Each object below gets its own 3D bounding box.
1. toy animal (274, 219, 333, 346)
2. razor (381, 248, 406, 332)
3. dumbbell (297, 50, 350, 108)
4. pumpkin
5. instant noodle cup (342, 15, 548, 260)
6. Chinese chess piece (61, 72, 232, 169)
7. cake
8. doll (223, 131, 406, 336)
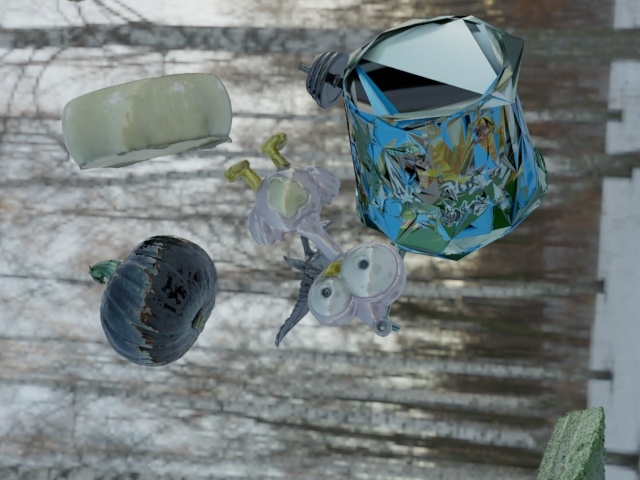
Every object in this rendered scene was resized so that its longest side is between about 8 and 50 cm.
[{"bbox_3d":[0.030,0.043,1.743,0.197,0.272,0.160,-51,-61,-40],"label":"toy animal"},{"bbox_3d":[0.148,0.089,2.210,0.037,0.068,0.191,-22,49,59],"label":"razor"},{"bbox_3d":[0.055,-0.236,1.691,0.099,0.208,0.099,-51,-24,-33],"label":"dumbbell"},{"bbox_3d":[-0.319,0.095,1.974,0.248,0.248,0.248,3,-90,-80],"label":"pumpkin"},{"bbox_3d":[0.130,-0.125,1.215,0.178,0.240,0.240,70,-156,-45],"label":"instant noodle cup"},{"bbox_3d":[-0.342,-0.234,2.160,0.338,0.338,0.140,-16,-85,-79],"label":"Chinese chess piece"},{"bbox_3d":[0.426,0.368,1.842,0.099,0.100,0.235,43,-136,-32],"label":"cake"},{"bbox_3d":[0.000,0.001,1.638,0.365,0.160,0.094,52,177,25],"label":"doll"}]
